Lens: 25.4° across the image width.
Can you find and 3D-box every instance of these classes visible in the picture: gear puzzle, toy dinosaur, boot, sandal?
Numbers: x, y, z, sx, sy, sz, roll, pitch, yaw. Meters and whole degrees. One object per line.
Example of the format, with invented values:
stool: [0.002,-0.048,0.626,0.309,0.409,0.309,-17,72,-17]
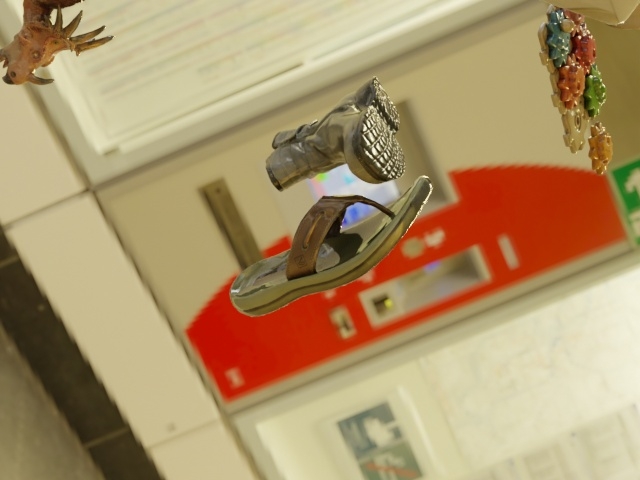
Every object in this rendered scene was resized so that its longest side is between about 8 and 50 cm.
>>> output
gear puzzle: [0.418,-0.235,2.241,0.175,0.044,0.339,-62,141,-40]
toy dinosaur: [-0.316,-0.343,1.809,0.127,0.295,0.200,-7,62,-39]
boot: [0.011,-0.096,1.656,0.083,0.161,0.246,56,15,-18]
sandal: [-0.001,0.001,1.642,0.086,0.303,0.120,55,32,-16]

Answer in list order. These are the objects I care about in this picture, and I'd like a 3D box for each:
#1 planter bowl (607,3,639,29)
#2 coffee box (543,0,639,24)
planter bowl: [0.493,-0.393,2.112,0.162,0.162,0.109,-101,176,-66]
coffee box: [0.075,-0.254,0.617,0.119,0.168,0.297,122,-21,-46]
